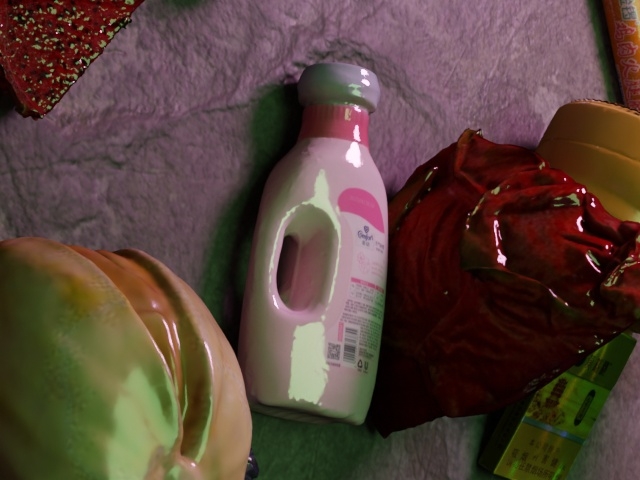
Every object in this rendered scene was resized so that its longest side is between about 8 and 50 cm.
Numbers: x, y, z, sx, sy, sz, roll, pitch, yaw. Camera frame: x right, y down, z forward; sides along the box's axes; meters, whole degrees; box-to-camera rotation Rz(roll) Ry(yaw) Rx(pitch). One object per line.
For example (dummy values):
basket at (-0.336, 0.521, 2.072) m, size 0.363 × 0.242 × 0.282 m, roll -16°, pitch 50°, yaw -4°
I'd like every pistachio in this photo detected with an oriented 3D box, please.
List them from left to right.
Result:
pistachio at (-0.172, 0.128, 1.411) m, size 0.230 × 0.230 × 0.309 m, roll 11°, pitch 37°, yaw -47°

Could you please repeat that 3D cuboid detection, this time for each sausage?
sausage at (0.359, -0.276, 2.182) m, size 0.053 × 0.053 × 0.347 m, roll -23°, pitch 104°, yaw -46°

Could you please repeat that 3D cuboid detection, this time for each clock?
clock at (0.359, -0.017, 2.027) m, size 0.317 × 0.244 × 0.200 m, roll 40°, pitch 72°, yaw -35°

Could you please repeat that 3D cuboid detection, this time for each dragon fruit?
dragon fruit at (-0.229, -0.176, 1.514) m, size 0.106 × 0.083 × 0.162 m, roll 41°, pitch 67°, yaw -13°
dragon fruit at (0.212, 0.031, 1.790) m, size 0.240 × 0.330 × 0.302 m, roll 0°, pitch 84°, yaw -48°

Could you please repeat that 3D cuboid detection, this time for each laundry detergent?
laundry detergent at (0.000, 0.000, 1.739) m, size 0.159 × 0.088 × 0.335 m, roll 17°, pitch 73°, yaw -42°

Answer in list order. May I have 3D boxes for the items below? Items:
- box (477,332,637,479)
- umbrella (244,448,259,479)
box at (0.256, 0.172, 1.991) m, size 0.121 × 0.030 × 0.193 m, roll 24°, pitch 96°, yaw -45°
umbrella at (-0.126, 0.120, 1.609) m, size 0.071 × 0.080 × 0.224 m, roll -26°, pitch 105°, yaw -10°
